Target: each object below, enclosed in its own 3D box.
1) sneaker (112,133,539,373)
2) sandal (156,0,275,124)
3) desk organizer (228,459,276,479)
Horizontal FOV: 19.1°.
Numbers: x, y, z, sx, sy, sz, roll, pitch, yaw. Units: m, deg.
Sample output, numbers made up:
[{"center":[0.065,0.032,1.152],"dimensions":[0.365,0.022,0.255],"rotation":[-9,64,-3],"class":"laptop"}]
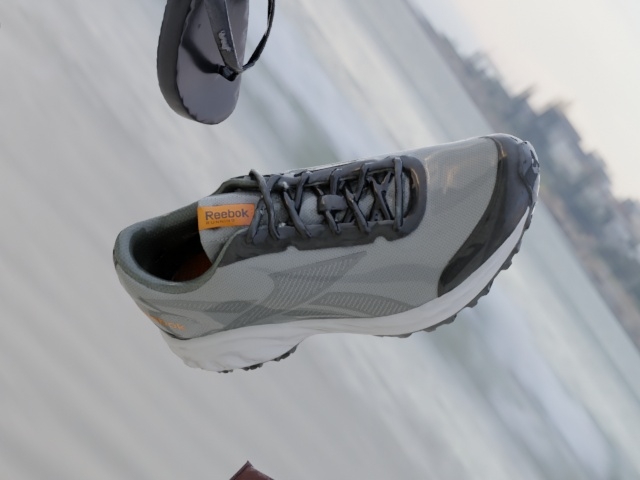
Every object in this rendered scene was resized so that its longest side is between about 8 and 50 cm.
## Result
[{"center":[0.000,0.000,1.088],"dimensions":[0.108,0.271,0.100],"rotation":[44,37,-42],"class":"sneaker"},{"center":[-0.067,-0.187,1.390],"dimensions":[0.054,0.097,0.254],"rotation":[27,-50,21],"class":"sandal"},{"center":[-0.067,0.204,1.187],"dimensions":[0.047,0.130,0.050],"rotation":[54,-18,-25],"class":"desk organizer"}]
